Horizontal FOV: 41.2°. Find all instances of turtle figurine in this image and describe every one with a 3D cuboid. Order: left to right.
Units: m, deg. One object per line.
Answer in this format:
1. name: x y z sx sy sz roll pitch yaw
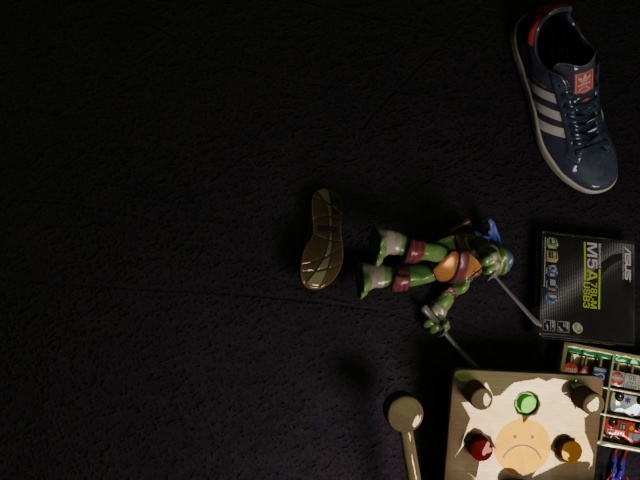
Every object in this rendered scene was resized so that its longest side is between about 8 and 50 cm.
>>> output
1. turtle figurine: 0.204 0.079 1.388 0.266 0.198 0.274 6 79 -13

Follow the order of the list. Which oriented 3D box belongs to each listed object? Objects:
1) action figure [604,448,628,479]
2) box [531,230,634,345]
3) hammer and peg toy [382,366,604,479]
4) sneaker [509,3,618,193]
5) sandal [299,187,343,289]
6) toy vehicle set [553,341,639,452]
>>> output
1. action figure: 0.523 0.420 1.511 0.038 0.030 0.115 21 83 -14
2. box: 0.468 0.087 1.515 0.184 0.045 0.190 7 78 -9
3. hammer and peg toy: 0.274 0.340 1.396 0.362 0.127 0.265 3 95 -5
4. sneaker: 0.445 -0.250 1.495 0.131 0.148 0.350 -25 90 -13
5. sandal: 0.000 0.000 1.432 0.072 0.049 0.180 11 68 -16
6. toy vehicle set: 0.540 0.283 1.499 0.267 0.035 0.165 10 82 -1
